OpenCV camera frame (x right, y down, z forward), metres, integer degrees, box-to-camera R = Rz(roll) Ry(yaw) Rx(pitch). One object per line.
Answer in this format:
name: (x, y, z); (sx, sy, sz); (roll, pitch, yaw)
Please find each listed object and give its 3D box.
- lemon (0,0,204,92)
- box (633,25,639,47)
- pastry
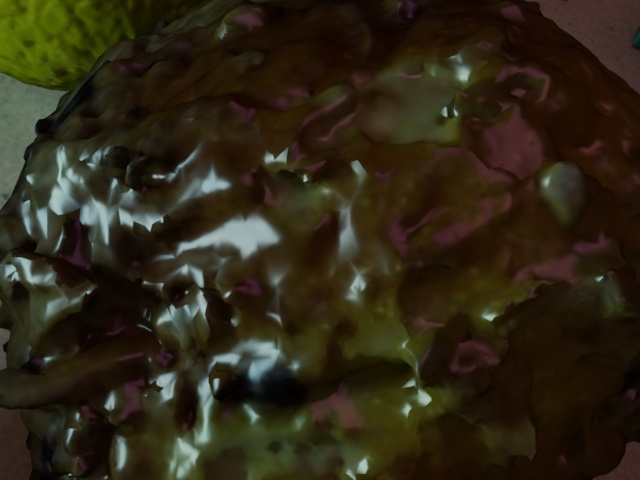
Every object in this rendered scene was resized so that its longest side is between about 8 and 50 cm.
lemon: (-0.169, -0.251, 0.761); (0.268, 0.268, 0.322); (-25, 93, -27)
box: (0.403, -0.184, 0.919); (0.226, 0.161, 0.042); (26, 53, 6)
pastry: (-0.011, 0.009, 0.586); (0.337, 0.293, 0.405); (-17, 30, -10)
